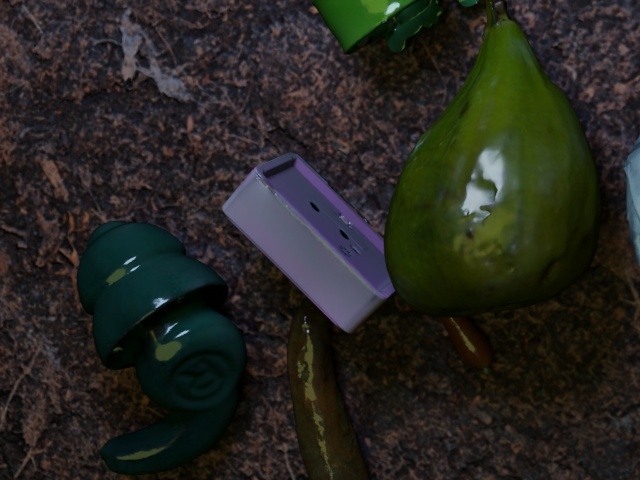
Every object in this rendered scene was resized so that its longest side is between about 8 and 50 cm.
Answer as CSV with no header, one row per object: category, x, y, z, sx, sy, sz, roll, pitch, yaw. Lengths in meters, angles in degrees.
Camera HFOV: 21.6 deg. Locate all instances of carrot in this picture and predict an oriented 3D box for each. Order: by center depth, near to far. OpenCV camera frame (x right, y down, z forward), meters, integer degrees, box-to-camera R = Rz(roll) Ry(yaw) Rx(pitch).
carrot,0.151,0.088,1.856,0.035,0.035,0.142,-33,86,23

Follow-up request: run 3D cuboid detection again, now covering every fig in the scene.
fig,0.172,-0.071,1.705,0.233,0.233,0.314,3,109,18

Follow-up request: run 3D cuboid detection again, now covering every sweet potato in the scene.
sweet potato,0.003,0.197,1.915,0.075,0.075,0.273,-12,94,21

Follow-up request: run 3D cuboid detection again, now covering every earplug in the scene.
earplug,-0.192,0.113,1.937,0.280,0.164,0.257,61,150,10

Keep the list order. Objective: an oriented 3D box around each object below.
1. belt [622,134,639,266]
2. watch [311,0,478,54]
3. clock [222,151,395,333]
belt,0.425,-0.044,1.667,0.257,0.150,0.207,16,99,14
watch,0.075,-0.272,1.733,0.165,0.152,0.131,-32,88,24
clock,0.000,0.000,1.823,0.197,0.150,0.063,45,109,4
